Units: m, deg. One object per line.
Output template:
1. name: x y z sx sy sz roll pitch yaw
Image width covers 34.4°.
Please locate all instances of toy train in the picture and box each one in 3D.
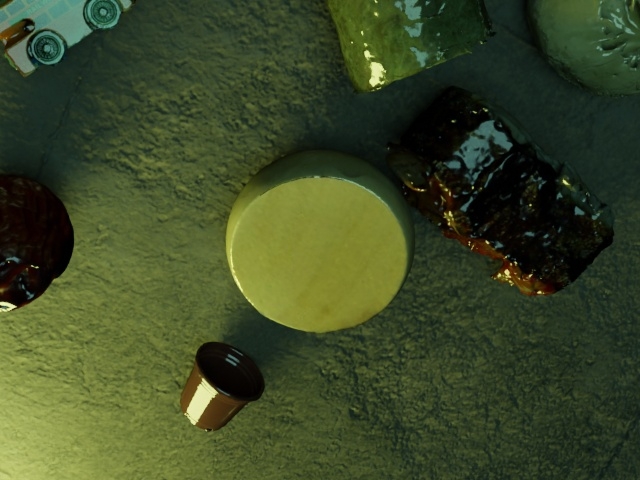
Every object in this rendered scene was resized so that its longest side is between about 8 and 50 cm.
1. toy train: -0.309 -0.280 1.249 0.188 0.072 0.099 -34 106 2

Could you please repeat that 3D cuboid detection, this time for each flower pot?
1. flower pot: -0.147 0.211 1.444 0.111 0.111 0.089 27 117 -19

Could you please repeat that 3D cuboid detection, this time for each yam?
1. yam: 0.089 -0.343 1.247 0.195 0.195 0.300 -21 112 -4

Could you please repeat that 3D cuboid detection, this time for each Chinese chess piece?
1. Chinese chess piece: 0.000 0.000 1.363 0.251 0.097 0.250 1 119 3

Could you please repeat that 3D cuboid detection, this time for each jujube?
1. jujube: -0.378 0.012 1.247 0.168 0.236 0.168 -7 111 -19

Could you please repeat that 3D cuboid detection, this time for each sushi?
1. sushi: 0.236 -0.063 1.371 0.343 0.196 0.182 36 92 -21

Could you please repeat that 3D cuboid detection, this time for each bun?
1. bun: 0.404 -0.304 1.345 0.259 0.152 0.259 -4 109 -13
